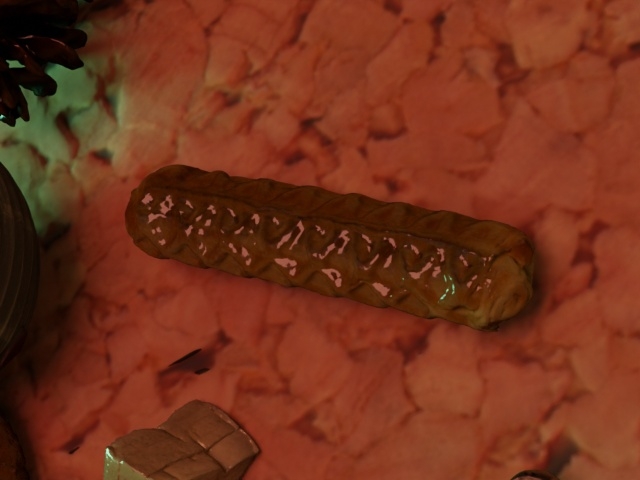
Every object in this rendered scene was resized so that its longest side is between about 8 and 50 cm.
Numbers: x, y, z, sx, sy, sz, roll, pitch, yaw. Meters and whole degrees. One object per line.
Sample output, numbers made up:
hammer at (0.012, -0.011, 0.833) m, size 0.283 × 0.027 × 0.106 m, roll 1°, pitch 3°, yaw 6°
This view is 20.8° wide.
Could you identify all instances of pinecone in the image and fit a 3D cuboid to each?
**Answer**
pinecone at (-0.292, -0.246, 1.503) m, size 0.246 × 0.246 × 0.292 m, roll 10°, pitch 65°, yaw 32°

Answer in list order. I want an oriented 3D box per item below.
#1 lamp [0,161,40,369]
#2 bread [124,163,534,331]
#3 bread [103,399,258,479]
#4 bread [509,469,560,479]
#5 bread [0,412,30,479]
lamp at (-0.344, 0.015, 1.454) m, size 0.265 × 0.233 × 0.233 m, roll 36°, pitch 95°, yaw 32°
bread at (-0.001, 0.000, 1.353) m, size 0.367 × 0.077 × 0.084 m, roll 11°, pitch 83°, yaw 33°
bread at (-0.120, 0.219, 1.394) m, size 0.077 × 0.105 × 0.152 m, roll 32°, pitch 125°, yaw 32°
bread at (0.137, 0.267, 1.213) m, size 0.073 × 0.053 × 0.214 m, roll 7°, pitch 77°, yaw 27°
bread at (-0.324, 0.215, 1.493) m, size 0.193 × 0.064 × 0.193 m, roll -6°, pitch 79°, yaw 32°
